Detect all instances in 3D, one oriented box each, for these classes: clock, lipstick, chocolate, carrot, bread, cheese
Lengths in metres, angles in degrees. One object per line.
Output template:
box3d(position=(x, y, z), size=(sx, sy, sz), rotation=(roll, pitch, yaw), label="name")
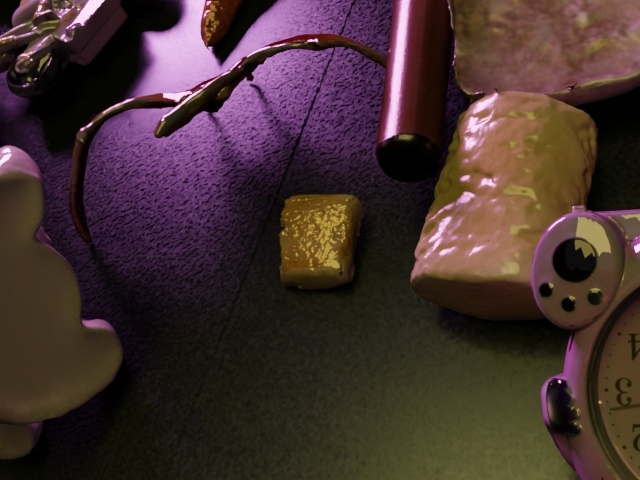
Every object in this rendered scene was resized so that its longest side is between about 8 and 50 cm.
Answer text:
box3d(position=(0.249, 0.098, 0.590), size=(0.228, 0.090, 0.247), rotation=(-3, 87, 29), label="clock")
box3d(position=(0.092, -0.199, 0.873), size=(0.057, 0.057, 0.356), rotation=(-6, 50, 19), label="lipstick")
box3d(position=(0.203, -0.242, 0.857), size=(0.185, 0.100, 0.303), rotation=(-6, 64, 12), label="chocolate")
box3d(position=(-0.086, -0.298, 1.047), size=(0.057, 0.057, 0.224), rotation=(12, 72, 28), label="carrot")
box3d(position=(0.000, 0.000, 0.836), size=(0.070, 0.035, 0.083), rotation=(-4, 66, 20), label="bread")
box3d(position=(0.145, -0.027, 0.755), size=(0.123, 0.094, 0.167), rotation=(8, 64, 24), label="cheese")

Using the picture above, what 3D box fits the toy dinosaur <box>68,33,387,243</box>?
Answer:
box3d(position=(-0.078, -0.110, 0.891), size=(0.327, 0.113, 0.206), rotation=(-28, 13, -19), label="toy dinosaur")

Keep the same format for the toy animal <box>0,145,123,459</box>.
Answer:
box3d(position=(-0.335, 0.048, 0.833), size=(0.265, 0.271, 0.206), rotation=(8, 38, 40), label="toy animal")

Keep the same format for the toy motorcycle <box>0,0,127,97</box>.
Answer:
box3d(position=(-0.286, -0.258, 1.083), size=(0.152, 0.073, 0.225), rotation=(32, 75, 35), label="toy motorcycle")
